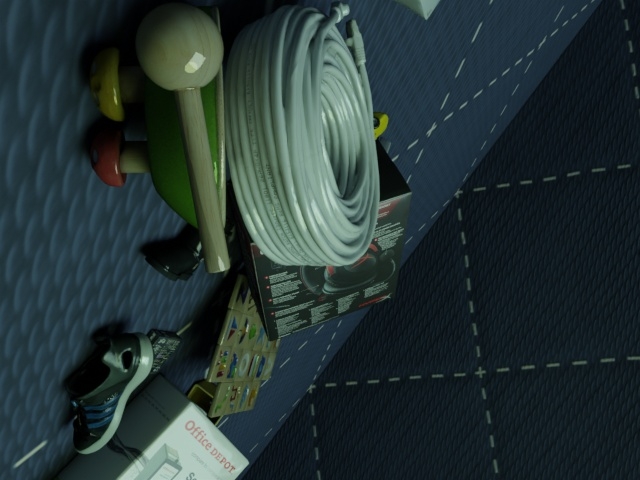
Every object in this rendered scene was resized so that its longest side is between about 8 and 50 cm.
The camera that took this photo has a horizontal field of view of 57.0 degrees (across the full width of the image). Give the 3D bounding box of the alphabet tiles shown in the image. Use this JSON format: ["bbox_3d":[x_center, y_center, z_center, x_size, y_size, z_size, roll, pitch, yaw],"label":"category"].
[{"bbox_3d":[-0.117,0.169,1.064,0.342,0.011,0.285,50,55,-74],"label":"alphabet tiles"}]

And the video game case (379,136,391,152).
[{"bbox_3d":[0.030,-0.042,1.050,0.285,0.025,0.204,-56,-176,25],"label":"video game case"}]

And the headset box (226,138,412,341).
[{"bbox_3d":[0.000,0.000,0.831,0.218,0.110,0.293,-19,146,-11],"label":"headset box"}]

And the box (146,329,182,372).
[{"bbox_3d":[-0.247,0.166,0.876,0.067,0.018,0.083,-52,164,-2],"label":"box"}]

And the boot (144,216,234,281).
[{"bbox_3d":[-0.156,0.001,0.726,0.099,0.045,0.121,-49,171,-1],"label":"boot"}]

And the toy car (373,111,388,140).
[{"bbox_3d":[-0.001,-0.094,0.938,0.239,0.053,0.225,-36,158,-43],"label":"toy car"}]

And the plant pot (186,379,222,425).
[{"bbox_3d":[-0.227,0.331,1.193,0.081,0.081,0.083,-55,174,8],"label":"plant pot"}]

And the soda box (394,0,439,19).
[{"bbox_3d":[0.101,-0.338,0.663,0.074,0.069,0.216,-55,165,7],"label":"soda box"}]

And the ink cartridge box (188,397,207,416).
[{"bbox_3d":[-0.289,0.349,1.076,0.150,0.063,0.109,-47,163,-19],"label":"ink cartridge box"}]

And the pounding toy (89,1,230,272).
[{"bbox_3d":[-0.131,-0.088,0.458,0.237,0.110,0.182,-122,-149,-70],"label":"pounding toy"}]

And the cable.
[{"bbox_3d":[-0.012,-0.099,0.590,0.257,0.089,0.257,-50,131,-62],"label":"cable"}]

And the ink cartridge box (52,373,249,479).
[{"bbox_3d":[-0.279,0.386,0.943,0.273,0.115,0.198,-46,129,-21],"label":"ink cartridge box"}]

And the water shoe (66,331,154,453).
[{"bbox_3d":[-0.292,0.193,0.759,0.080,0.073,0.203,15,115,-44],"label":"water shoe"}]
